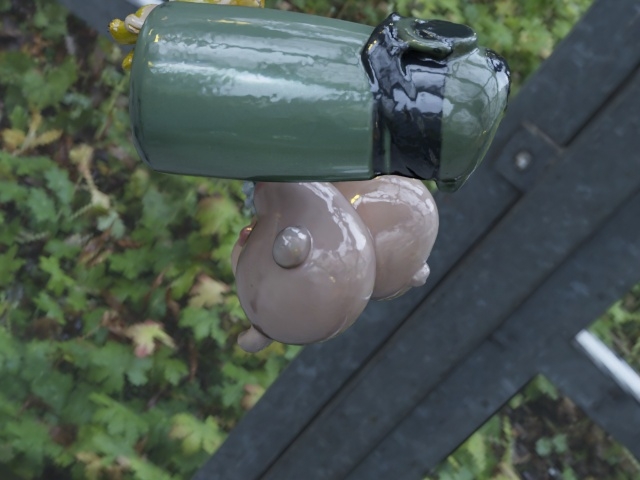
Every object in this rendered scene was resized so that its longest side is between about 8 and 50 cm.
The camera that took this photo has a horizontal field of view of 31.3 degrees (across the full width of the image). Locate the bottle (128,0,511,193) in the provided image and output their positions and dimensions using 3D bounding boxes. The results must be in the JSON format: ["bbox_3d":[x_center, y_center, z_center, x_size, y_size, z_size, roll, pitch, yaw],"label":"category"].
[{"bbox_3d":[0.003,-0.134,1.079,0.347,0.168,0.168,5,42,8],"label":"bottle"}]

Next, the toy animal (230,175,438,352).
[{"bbox_3d":[0.015,0.013,1.293,0.221,0.210,0.229,10,44,-12],"label":"toy animal"}]

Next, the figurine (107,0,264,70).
[{"bbox_3d":[-0.173,-0.296,1.537,0.156,0.246,0.131,-34,115,-48],"label":"figurine"}]
